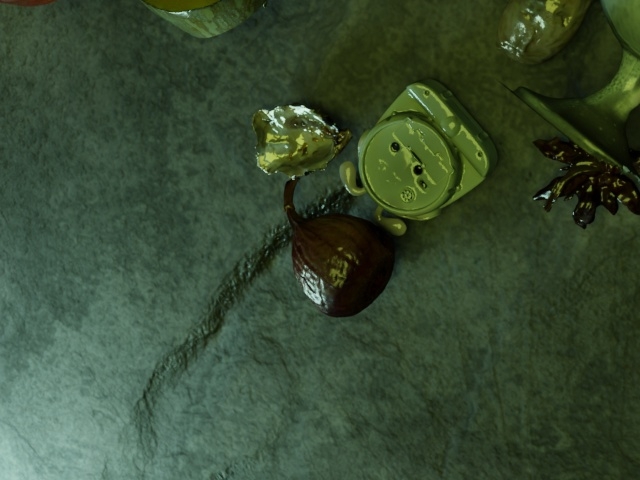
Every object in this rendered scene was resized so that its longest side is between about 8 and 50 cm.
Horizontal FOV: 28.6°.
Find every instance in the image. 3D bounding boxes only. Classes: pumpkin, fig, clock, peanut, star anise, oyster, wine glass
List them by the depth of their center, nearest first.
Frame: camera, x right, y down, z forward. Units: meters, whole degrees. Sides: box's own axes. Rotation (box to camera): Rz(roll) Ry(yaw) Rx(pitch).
[{"bbox_3d":[0.379,-0.230,1.361,0.238,0.238,0.323,39,99,8],"label":"wine glass"},{"bbox_3d":[0.286,-0.297,1.472,0.099,0.099,0.214,38,107,9],"label":"peanut"},{"bbox_3d":[0.336,-0.090,1.520,0.168,0.057,0.168,2,99,12],"label":"star anise"},{"bbox_3d":[-0.132,-0.343,1.597,0.217,0.217,0.110,-1,141,21],"label":"pumpkin"},{"bbox_3d":[0.117,-0.098,1.597,0.191,0.062,0.151,-43,86,25],"label":"clock"},{"bbox_3d":[0.000,0.000,1.626,0.134,0.146,0.201,-42,75,-13],"label":"fig"},{"bbox_3d":[-0.021,-0.131,1.647,0.148,0.051,0.103,11,110,34],"label":"oyster"}]

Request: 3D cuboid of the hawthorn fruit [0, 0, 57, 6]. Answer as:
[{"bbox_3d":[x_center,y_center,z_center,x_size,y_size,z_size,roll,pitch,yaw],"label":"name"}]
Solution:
[{"bbox_3d":[-0.410,-0.442,1.629,0.272,0.242,0.242,43,114,18],"label":"hawthorn fruit"}]
